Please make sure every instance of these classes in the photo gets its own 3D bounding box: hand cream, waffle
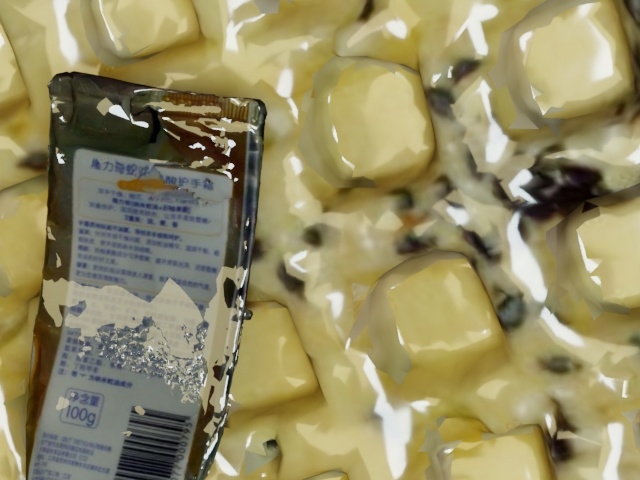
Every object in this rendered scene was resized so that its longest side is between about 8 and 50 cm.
[{"bbox_3d":[-0.055,0.038,0.431,0.062,0.039,0.163,11,95,12],"label":"hand cream"},{"bbox_3d":[0.000,0.000,0.484,0.376,0.114,0.261,-14,92,13],"label":"waffle"}]
